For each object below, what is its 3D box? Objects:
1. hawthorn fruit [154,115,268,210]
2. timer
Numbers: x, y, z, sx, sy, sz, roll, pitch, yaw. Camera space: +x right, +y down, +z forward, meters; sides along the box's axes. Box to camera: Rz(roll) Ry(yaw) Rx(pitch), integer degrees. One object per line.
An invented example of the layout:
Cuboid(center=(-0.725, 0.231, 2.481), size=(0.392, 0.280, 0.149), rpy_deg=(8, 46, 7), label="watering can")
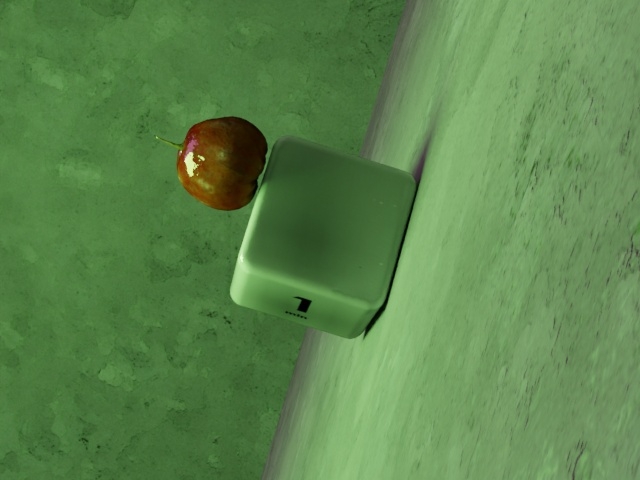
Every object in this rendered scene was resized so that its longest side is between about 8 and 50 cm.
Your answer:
Cuboid(center=(-0.130, -0.097, 1.666), size=(0.125, 0.140, 0.125), rpy_deg=(-1, 89, 57), label="hawthorn fruit")
Cuboid(center=(0.000, 0.000, 1.721), size=(0.195, 0.194, 0.192), rpy_deg=(111, 176, -72), label="timer")
